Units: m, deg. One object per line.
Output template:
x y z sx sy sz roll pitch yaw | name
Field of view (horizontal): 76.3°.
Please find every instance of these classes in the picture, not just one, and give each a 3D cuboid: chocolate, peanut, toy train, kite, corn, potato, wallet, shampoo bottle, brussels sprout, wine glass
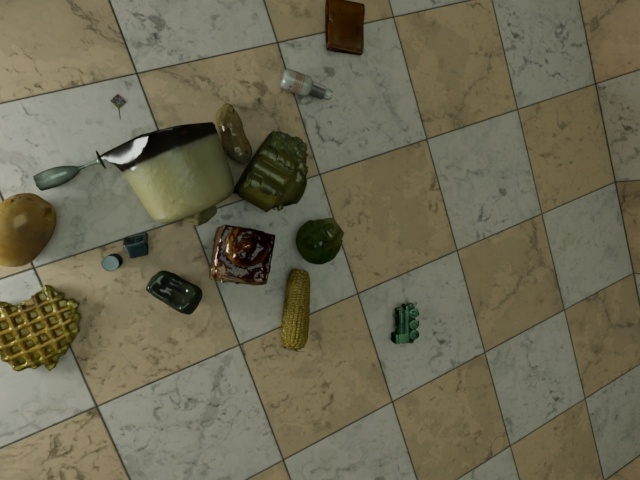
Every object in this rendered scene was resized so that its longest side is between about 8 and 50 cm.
-0.428 -0.186 1.256 0.314 0.326 0.296 -14 98 27 | chocolate
-0.303 -0.364 1.407 0.100 0.099 0.214 -18 99 -17 | peanut
0.350 0.344 1.685 0.111 0.071 0.170 -3 94 -11 | toy train
-0.654 -0.440 1.332 0.044 0.002 0.078 -28 100 -15 | kite
-0.089 0.257 1.511 0.106 0.106 0.305 4 91 -19 | corn
-0.900 -0.032 1.211 0.150 0.146 0.233 27 85 12 | potato
0.091 -0.810 1.544 0.161 0.042 0.195 -2 92 -23 | wallet
-0.050 -0.564 1.492 0.192 0.074 0.074 12 89 -21 | shampoo bottle
0.001 0.003 1.511 0.181 0.144 0.161 -26 66 -4 | brussels sprout
-0.784 -0.217 1.272 0.198 0.066 0.066 -25 101 -14 | wine glass

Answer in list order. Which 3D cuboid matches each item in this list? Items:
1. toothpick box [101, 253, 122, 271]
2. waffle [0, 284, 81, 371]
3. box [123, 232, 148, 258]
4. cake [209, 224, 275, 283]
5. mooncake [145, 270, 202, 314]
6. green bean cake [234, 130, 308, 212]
-0.671 0.070 1.313 0.052 0.083 0.052 -1 94 -19 | toothpick box
-0.902 0.269 1.266 0.291 0.051 0.291 -2 95 -21 | waffle
-0.598 0.017 1.332 0.074 0.099 0.054 -17 113 -16 | box
-0.255 0.055 1.346 0.196 0.293 0.198 12 85 -19 | cake
-0.480 0.170 1.343 0.175 0.168 0.104 38 80 -32 | mooncake
-0.133 -0.233 1.359 0.202 0.310 0.285 31 86 -16 | green bean cake
